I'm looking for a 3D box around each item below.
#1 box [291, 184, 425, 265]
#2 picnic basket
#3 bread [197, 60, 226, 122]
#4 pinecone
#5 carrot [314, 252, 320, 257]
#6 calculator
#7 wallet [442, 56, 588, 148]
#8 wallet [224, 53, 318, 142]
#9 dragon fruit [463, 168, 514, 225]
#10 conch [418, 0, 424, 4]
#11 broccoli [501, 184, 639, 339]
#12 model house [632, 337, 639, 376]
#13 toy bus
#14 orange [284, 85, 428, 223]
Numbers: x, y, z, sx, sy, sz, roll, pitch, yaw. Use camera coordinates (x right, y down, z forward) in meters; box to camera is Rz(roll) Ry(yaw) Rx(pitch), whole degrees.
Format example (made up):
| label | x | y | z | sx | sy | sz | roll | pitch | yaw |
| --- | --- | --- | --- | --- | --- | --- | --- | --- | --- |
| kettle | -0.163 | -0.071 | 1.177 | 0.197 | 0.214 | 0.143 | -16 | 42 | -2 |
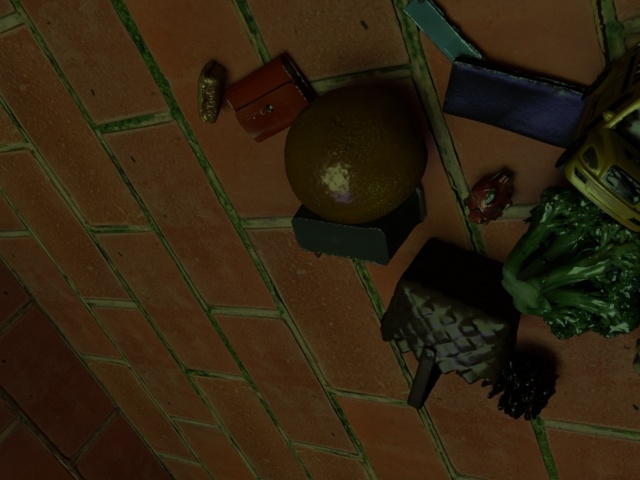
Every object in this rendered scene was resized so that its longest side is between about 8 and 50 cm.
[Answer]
| label | x | y | z | sx | sy | sz | roll | pitch | yaw |
| --- | --- | --- | --- | --- | --- | --- | --- | --- | --- |
| box | 0.069 | -0.056 | 1.441 | 0.274 | 0.178 | 0.138 | 8 | 132 | 29 |
| picnic basket | 0.285 | 0.196 | 1.465 | 0.291 | 0.254 | 0.321 | 23 | 125 | 18 |
| bread | -0.246 | -0.329 | 1.488 | 0.053 | 0.074 | 0.132 | 13 | 138 | 0 |
| pinecone | 0.454 | 0.329 | 1.557 | 0.165 | 0.163 | 0.163 | 22 | 141 | 44 |
| carrot | 0.000 | 0.000 | 1.658 | 0.035 | 0.035 | 0.142 | 30 | 147 | 8 |
| calculator | 0.220 | -0.360 | 1.167 | 0.172 | 0.018 | 0.057 | 43 | 140 | -8 |
| wallet | 0.342 | -0.243 | 1.175 | 0.244 | 0.025 | 0.124 | 18 | 141 | 12 |
| wallet | -0.108 | -0.301 | 1.437 | 0.204 | 0.045 | 0.142 | -17 | 117 | 44 |
| dragon fruit | 0.334 | -0.085 | 1.302 | 0.081 | 0.086 | 0.116 | 60 | 143 | 34 |
| conch | 0.146 | -0.474 | 1.050 | 0.245 | 0.163 | 0.178 | -27 | 143 | 29 |
| broccoli | 0.452 | 0.041 | 1.198 | 0.295 | 0.245 | 0.265 | 61 | 169 | -16 |
| model house | 0.719 | 0.260 | 1.243 | 0.234 | 0.175 | 0.193 | 29 | 166 | 3 |
| toy bus | 0.455 | -0.166 | 0.944 | 0.145 | 0.331 | 0.151 | 39 | 136 | -2 |
| orange | 0.067 | -0.163 | 1.273 | 0.274 | 0.274 | 0.274 | 20 | 137 | 19 |
